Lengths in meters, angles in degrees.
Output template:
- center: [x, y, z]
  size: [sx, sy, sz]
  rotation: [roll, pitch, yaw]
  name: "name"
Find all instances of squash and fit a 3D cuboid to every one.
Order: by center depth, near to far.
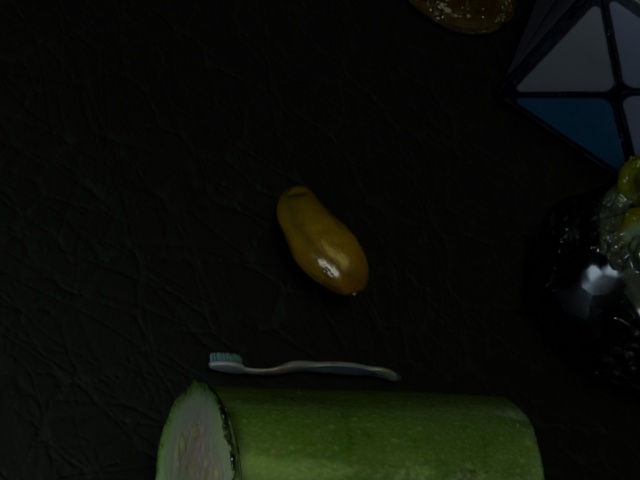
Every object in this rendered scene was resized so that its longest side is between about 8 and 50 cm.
- center: [0.028, 0.296, 1.593]
  size: [0.384, 0.263, 0.263]
  rotation: [6, 57, -22]
  name: "squash"

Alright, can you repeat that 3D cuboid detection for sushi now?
- center: [0.500, 0.021, 1.994]
  size: [0.329, 0.285, 0.328]
  rotation: [24, 51, -9]
  name: "sushi"

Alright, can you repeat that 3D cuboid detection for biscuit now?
- center: [0.225, -0.432, 2.317]
  size: [0.226, 0.042, 0.226]
  rotation: [12, 54, -17]
  name: "biscuit"

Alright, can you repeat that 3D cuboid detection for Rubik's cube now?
- center: [0.503, -0.314, 2.210]
  size: [0.305, 0.310, 0.307]
  rotation: [33, 50, -7]
  name: "Rubik's cube"

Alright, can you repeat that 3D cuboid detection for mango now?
- center: [0.000, 0.000, 1.896]
  size: [0.098, 0.075, 0.190]
  rotation: [-9, 58, -48]
  name: "mango"

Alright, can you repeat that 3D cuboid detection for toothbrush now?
- center: [-0.018, 0.166, 1.811]
  size: [0.269, 0.021, 0.027]
  rotation: [7, 62, -23]
  name: "toothbrush"
